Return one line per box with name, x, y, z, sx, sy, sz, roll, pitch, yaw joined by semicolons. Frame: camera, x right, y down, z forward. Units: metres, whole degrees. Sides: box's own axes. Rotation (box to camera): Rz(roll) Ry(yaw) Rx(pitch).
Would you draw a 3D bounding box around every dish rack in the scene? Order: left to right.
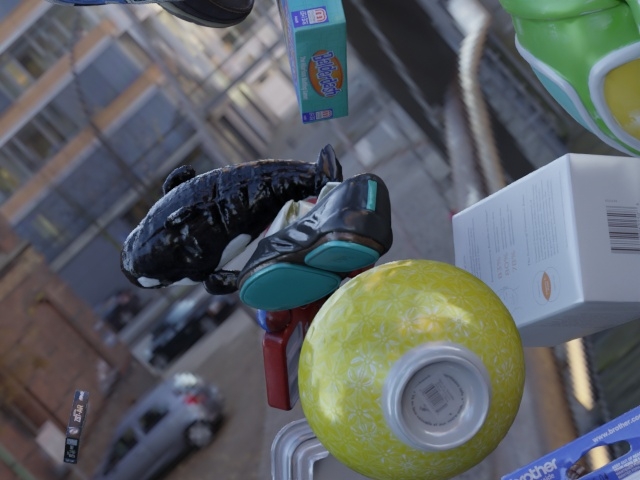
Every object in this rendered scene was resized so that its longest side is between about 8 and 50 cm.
dish rack;0.057;0.457;2.492;0.285;0.333;0.072;-12;23;-28

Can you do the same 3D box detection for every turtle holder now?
turtle holder;0.287;-0.180;1.113;0.243;0.227;0.320;-30;21;-13

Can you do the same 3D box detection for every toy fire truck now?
toy fire truck;-0.024;0.089;2.203;0.302;0.169;0.254;88;-158;-45

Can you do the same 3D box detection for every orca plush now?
orca plush;-0.113;-0.014;1.531;0.287;0.151;0.102;-9;0;24

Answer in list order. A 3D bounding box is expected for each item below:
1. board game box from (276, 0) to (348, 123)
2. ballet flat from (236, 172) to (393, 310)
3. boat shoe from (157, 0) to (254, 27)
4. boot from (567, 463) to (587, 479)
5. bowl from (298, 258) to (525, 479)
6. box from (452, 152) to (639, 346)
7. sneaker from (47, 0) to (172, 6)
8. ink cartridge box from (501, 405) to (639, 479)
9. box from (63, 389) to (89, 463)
board game box;-0.017;-0.234;1.257;0.047;0.210;0.160;-10;-23;-3
ballet flat;0.000;0.000;1.434;0.280;0.095;0.096;-28;48;59
boat shoe;-0.234;-0.460;2.260;0.130;0.355;0.132;-31;47;37
boot;0.243;0.306;1.617;0.114;0.037;0.106;-32;-13;-36
bowl;0.127;0.175;1.704;0.289;0.289;0.156;-43;14;-2
box;0.353;0.025;2.083;0.168;0.215;0.345;2;-14;-23
sneaker;-0.157;-0.252;1.264;0.211;0.080;0.081;-10;15;-8
ink cartridge box;0.318;0.304;1.262;0.185;0.311;0.065;-32;-4;18
box;-0.311;0.238;1.796;0.083;0.018;0.067;111;168;-57
